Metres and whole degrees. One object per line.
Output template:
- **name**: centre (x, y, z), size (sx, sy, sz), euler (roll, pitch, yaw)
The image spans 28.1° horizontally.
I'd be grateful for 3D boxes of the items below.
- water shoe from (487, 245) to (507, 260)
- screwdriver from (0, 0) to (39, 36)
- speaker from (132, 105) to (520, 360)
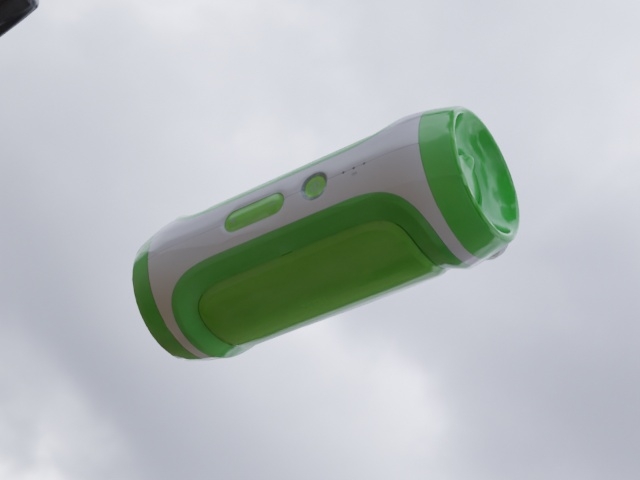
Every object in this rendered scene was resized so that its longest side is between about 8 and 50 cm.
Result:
- **water shoe**: centre (0.090, -0.046, 1.145), size (0.203, 0.080, 0.073), euler (37, -61, 53)
- **screwdriver**: centre (-0.189, -0.062, 0.514), size (0.025, 0.169, 0.024), euler (66, 6, 21)
- **speaker**: centre (0.000, 0.000, 0.999), size (0.296, 0.131, 0.131), euler (-22, -73, 26)
